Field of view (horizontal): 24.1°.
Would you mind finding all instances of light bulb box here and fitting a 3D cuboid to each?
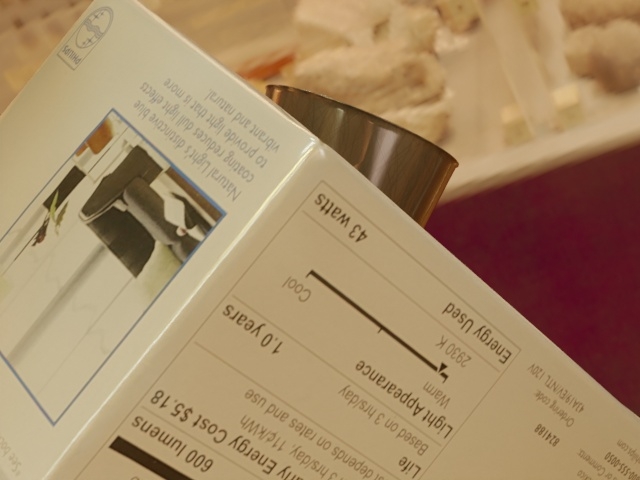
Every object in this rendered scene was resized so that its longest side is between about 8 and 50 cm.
[{"bbox_3d":[-0.065,0.130,0.800,0.361,0.358,0.225,-50,41,1],"label":"light bulb box"}]

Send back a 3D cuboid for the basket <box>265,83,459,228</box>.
[{"bbox_3d":[0.000,0.000,1.370,0.154,0.204,0.227,12,80,58],"label":"basket"}]
